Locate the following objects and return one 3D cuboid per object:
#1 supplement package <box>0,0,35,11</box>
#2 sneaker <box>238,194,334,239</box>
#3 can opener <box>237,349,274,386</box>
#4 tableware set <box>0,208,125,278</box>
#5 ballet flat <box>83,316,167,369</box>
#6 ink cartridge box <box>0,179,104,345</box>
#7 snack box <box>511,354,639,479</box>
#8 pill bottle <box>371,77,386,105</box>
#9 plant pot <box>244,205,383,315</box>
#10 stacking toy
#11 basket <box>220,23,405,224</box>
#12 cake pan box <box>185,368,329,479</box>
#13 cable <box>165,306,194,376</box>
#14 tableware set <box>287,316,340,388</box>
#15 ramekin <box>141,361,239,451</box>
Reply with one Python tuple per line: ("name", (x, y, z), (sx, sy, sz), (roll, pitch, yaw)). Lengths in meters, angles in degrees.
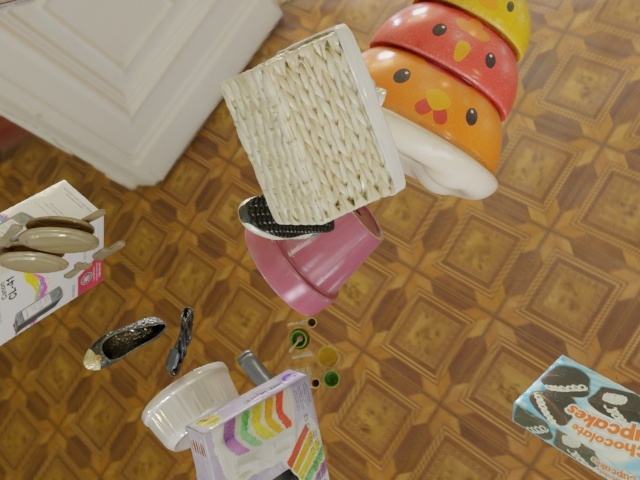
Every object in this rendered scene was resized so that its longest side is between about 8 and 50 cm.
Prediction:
("supplement package", (-0.427, -0.422, 0.836), (0.145, 0.262, 0.204), (-36, 19, 16))
("sneaker", (-0.055, -0.021, 0.893), (0.075, 0.161, 0.057), (-20, 79, 37))
("can opener", (-0.127, 0.408, 1.773), (0.095, 0.283, 0.076), (-39, 14, -10))
("tableware set", (-0.332, 0.001, 0.854), (0.194, 0.128, 0.039), (-23, 63, 49))
("ballet flat", (-0.374, 0.192, 1.353), (0.049, 0.173, 0.057), (-16, 102, 56))
("ink cartridge box", (-0.577, 0.055, 1.363), (0.131, 0.226, 0.306), (38, 50, 14))
("snack box", (0.563, 0.365, 1.379), (0.187, 0.060, 0.322), (-32, 43, -32))
("pill bottle", (0.043, -0.199, 0.926), (0.083, 0.043, 0.043), (21, 79, -9))
("plant pot", (0.000, 0.000, 1.219), (0.180, 0.201, 0.201), (-37, 59, 16))
("stacking toy", (0.229, -0.339, 1.191), (0.351, 0.350, 0.480), (29, 93, 33))
("basket", (-0.010, -0.104, 0.678), (0.103, 0.167, 0.113), (-29, 15, -28))
("cake pan box", (-0.106, 0.406, 1.294), (0.070, 0.246, 0.266), (6, 111, 50))
("cable", (-0.352, 0.251, 1.829), (0.047, 0.150, 0.184), (17, 109, -3))
("tableware set", (-0.014, 0.240, 1.503), (0.104, 0.024, 0.154), (-11, 84, 12))
("ramekin", (-0.342, 0.465, 1.940), (0.273, 0.273, 0.127), (-40, 71, 9))
